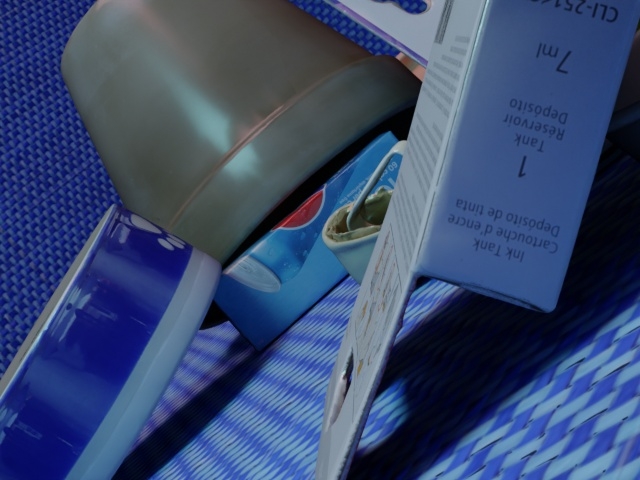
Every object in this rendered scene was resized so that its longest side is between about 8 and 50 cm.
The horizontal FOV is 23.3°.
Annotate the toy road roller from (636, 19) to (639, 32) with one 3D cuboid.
[{"bbox_3d":[0.153,-0.234,0.913,0.202,0.329,0.241,-89,14,-72],"label":"toy road roller"}]

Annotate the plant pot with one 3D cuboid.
[{"bbox_3d":[-0.094,-0.120,1.505,0.323,0.280,0.323,-41,-12,-10],"label":"plant pot"}]

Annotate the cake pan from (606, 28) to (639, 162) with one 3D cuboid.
[{"bbox_3d":[0.239,-0.124,0.691,0.293,0.054,0.293,-41,4,4],"label":"cake pan"}]

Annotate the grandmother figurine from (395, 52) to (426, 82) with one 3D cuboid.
[{"bbox_3d":[0.166,-0.229,1.567,0.342,0.104,0.208,-53,-3,33],"label":"grandmother figurine"}]

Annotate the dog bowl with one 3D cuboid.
[{"bbox_3d":[-0.192,0.105,1.268,0.265,0.104,0.265,-56,9,13],"label":"dog bowl"}]

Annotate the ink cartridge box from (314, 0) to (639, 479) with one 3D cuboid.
[{"bbox_3d":[0.064,-0.006,0.741,0.296,0.066,0.261,-78,4,-82],"label":"ink cartridge box"}]

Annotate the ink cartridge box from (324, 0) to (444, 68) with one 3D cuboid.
[{"bbox_3d":[0.148,-0.268,1.327,0.330,0.324,0.071,-42,-33,-14],"label":"ink cartridge box"}]

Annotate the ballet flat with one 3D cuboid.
[{"bbox_3d":[0.085,-0.038,0.953,0.248,0.086,0.086,-36,7,47],"label":"ballet flat"}]

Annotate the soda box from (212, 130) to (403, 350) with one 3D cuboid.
[{"bbox_3d":[0.000,0.000,1.339,0.210,0.071,0.067,-41,4,-5],"label":"soda box"}]
